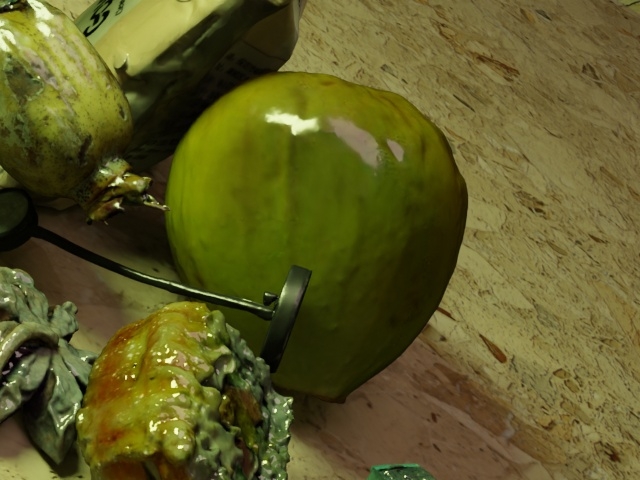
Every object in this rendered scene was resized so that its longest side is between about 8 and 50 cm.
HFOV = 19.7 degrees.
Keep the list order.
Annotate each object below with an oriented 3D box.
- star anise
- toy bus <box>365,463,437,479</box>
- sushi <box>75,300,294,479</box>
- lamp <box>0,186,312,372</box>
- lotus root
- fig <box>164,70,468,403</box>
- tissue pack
[{"bbox_3d":[-0.271,0.113,1.704,0.230,0.081,0.262,52,21,-14],"label":"star anise"},{"bbox_3d":[0.129,0.334,1.820,0.091,0.109,0.262,5,40,-45],"label":"toy bus"},{"bbox_3d":[-0.121,0.166,1.683,0.184,0.139,0.274,53,26,-29],"label":"sushi"},{"bbox_3d":[-0.179,0.048,1.833,0.371,0.108,0.130,8,55,19],"label":"lamp"},{"bbox_3d":[-0.259,-0.116,1.804,0.278,0.154,0.154,51,27,-2],"label":"lotus root"},{"bbox_3d":[-0.011,-0.005,1.969,0.343,0.343,0.343,29,28,-17],"label":"fig"},{"bbox_3d":[-0.167,-0.202,2.041,0.195,0.390,0.375,50,17,-12],"label":"tissue pack"}]
